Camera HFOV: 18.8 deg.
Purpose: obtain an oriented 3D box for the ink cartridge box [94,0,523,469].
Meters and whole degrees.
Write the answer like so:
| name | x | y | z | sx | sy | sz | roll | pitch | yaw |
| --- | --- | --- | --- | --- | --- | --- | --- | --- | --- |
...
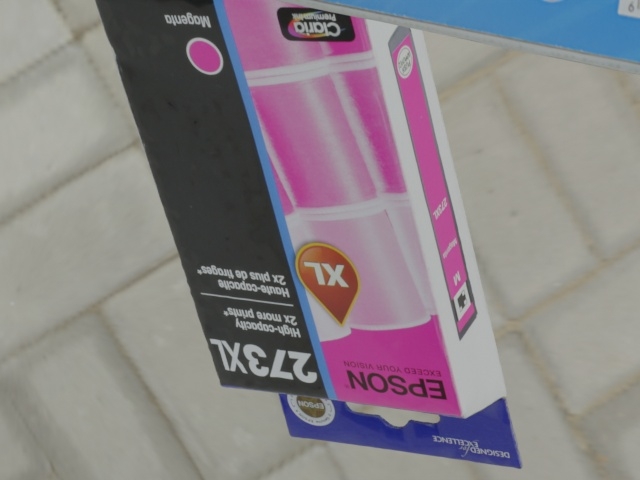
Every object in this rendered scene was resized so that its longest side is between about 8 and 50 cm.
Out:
| name | x | y | z | sx | sy | sz | roll | pitch | yaw |
| --- | --- | --- | --- | --- | --- | --- | --- | --- | --- |
| ink cartridge box | 0.000 | 0.000 | 1.142 | 0.069 | 0.175 | 0.371 | -54 | 137 | -42 |

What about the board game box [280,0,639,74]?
| name | x | y | z | sx | sy | sz | roll | pitch | yaw |
| --- | --- | --- | --- | --- | --- | --- | --- | --- | --- |
| board game box | 0.095 | -0.105 | 0.512 | 0.302 | 0.308 | 0.086 | -7 | 107 | -44 |
